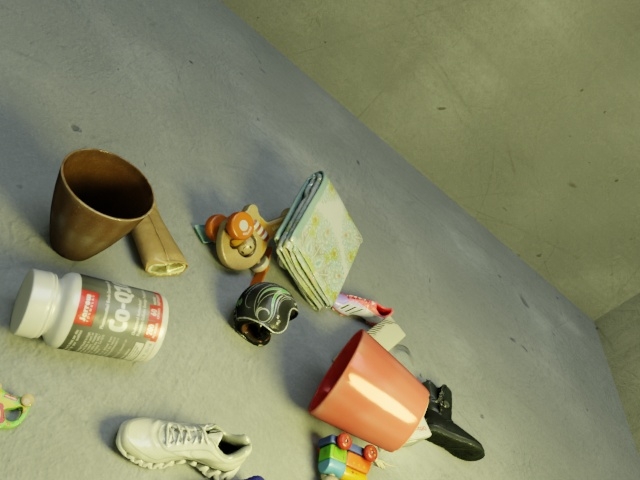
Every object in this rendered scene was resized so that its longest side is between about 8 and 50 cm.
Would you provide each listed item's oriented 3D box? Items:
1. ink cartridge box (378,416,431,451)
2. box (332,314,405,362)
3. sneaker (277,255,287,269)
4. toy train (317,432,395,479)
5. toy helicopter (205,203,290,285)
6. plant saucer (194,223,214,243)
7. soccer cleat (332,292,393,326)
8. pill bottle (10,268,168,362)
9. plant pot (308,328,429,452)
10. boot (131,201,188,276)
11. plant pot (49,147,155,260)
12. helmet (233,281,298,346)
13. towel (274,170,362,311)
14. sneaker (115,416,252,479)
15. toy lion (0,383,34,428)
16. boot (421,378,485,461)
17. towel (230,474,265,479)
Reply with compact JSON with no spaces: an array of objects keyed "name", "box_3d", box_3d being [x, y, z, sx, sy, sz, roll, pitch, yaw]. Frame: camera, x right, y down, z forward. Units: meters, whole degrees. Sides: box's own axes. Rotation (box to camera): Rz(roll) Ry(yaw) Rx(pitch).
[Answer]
[{"name":"ink cartridge box","box_3d":[0.215,0.509,1.684,0.160,0.092,0.219,10,47,-42]},{"name":"box","box_3d":[0.161,0.343,1.798,0.094,0.113,0.275,51,30,11]},{"name":"sneaker","box_3d":[-0.104,-0.007,1.931,0.161,0.102,0.282,28,36,16]},{"name":"toy train","box_3d":[0.100,0.608,1.438,0.248,0.105,0.143,32,44,-22]},{"name":"toy helicopter","box_3d":[-0.176,-0.007,1.753,0.355,0.140,0.235,-27,107,-44]},{"name":"plant saucer","box_3d":[-0.312,-0.023,1.756,0.192,0.018,0.067,-7,58,-54]},{"name":"soccer cleat","box_3d":[0.138,0.225,1.921,0.248,0.095,0.083,28,35,-27]},{"name":"pill bottle","box_3d":[-0.488,0.160,1.196,0.283,0.161,0.161,20,39,-35]},{"name":"plant pot","box_3d":[0.137,0.416,1.496,0.243,0.275,0.275,35,31,1]},{"name":"boot","box_3d":[-0.494,-0.034,1.488,0.236,0.089,0.270,-1,55,-49]},{"name":"plant pot","box_3d":[-0.544,-0.060,1.319,0.215,0.230,0.215,31,34,-23]},{"name":"helmet","box_3d":[-0.150,0.195,1.555,0.169,0.169,0.162,37,49,-13]},{"name":"towel","box_3d":[0.000,0.000,1.849,0.321,0.090,0.375,60,40,-33]},{"name":"sneaker","box_3d":[-0.280,0.424,1.181,0.292,0.118,0.110,24,39,-29]},{"name":"toy lion","box_3d":[-0.594,0.315,1.023,0.100,0.034,0.096,32,41,-22]},{"name":"boot","box_3d":[0.434,0.588,1.846,0.246,0.094,0.207,29,38,-14]},{"name":"towel","box_3d":[-0.204,0.595,1.091,0.308,0.076,0.228,7,38,-43]}]
